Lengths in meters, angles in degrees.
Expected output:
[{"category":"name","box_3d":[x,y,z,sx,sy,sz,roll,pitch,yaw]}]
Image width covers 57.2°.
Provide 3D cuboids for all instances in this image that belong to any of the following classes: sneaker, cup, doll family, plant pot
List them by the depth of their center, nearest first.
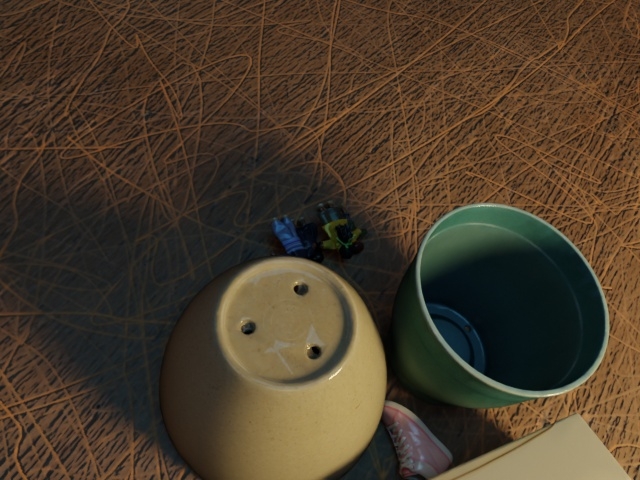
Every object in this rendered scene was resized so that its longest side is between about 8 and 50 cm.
[{"category":"cup","box_3d":[-0.054,0.150,0.769,0.331,0.237,0.331,4,60,-7]},{"category":"sneaker","box_3d":[0.127,0.301,0.859,0.134,0.051,0.070,43,54,6]},{"category":"plant pot","box_3d":[0.220,0.127,0.863,0.271,0.255,0.272,7,59,-12]},{"category":"doll family","box_3d":[0.000,0.000,0.985,0.193,0.076,0.111,-20,73,-19]}]

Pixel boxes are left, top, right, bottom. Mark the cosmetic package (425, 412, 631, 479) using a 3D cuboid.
[{"category":"cosmetic package","box_3d":[0.233,0.361,0.781,0.309,0.160,0.113,-14,50,-23]}]
